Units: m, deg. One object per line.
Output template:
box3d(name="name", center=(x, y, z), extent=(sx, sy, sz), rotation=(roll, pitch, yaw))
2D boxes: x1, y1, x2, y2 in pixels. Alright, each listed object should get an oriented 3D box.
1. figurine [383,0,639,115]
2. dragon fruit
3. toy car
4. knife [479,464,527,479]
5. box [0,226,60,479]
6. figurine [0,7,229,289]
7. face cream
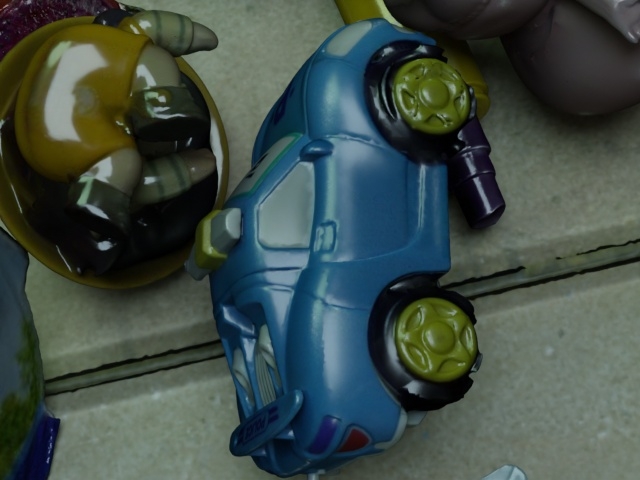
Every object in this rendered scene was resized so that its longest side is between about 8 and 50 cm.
box3d(name="figurine", center=(0.141, -0.192, 0.978), extent=(0.287, 0.176, 0.186), rotation=(9, 72, -18))
box3d(name="dragon fruit", center=(-0.203, -0.150, 1.071), extent=(0.112, 0.068, 0.126), rotation=(35, 98, -25))
box3d(name="toy car", center=(0.000, 0.000, 0.934), extent=(0.166, 0.198, 0.314), rotation=(7, 71, -19))
box3d(name="knife", center=(0.005, 0.252, 0.951), extent=(0.331, 0.044, 0.080), rotation=(-24, 71, -9))
box3d(name="box", center=(-0.319, 0.127, 0.932), extent=(0.206, 0.291, 0.262), rotation=(3, 29, 19))
box3d(name="figurine", center=(-0.145, -0.071, 0.949), extent=(0.167, 0.257, 0.192), rotation=(14, 79, 0))
box3d(name="face cream", center=(0.072, -0.134, 1.055), extent=(0.078, 0.078, 0.273), rotation=(-21, 72, -4))
